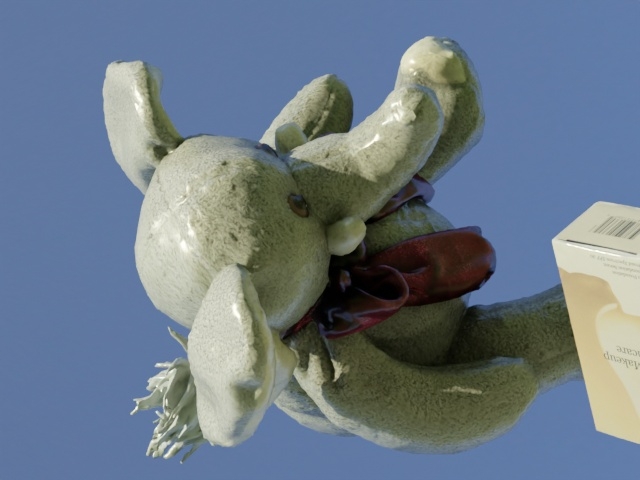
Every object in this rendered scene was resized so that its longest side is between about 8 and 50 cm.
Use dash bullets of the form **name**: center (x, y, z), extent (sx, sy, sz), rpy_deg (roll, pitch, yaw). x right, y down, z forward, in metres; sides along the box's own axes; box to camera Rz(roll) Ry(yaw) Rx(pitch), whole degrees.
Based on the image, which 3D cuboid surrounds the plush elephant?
- **plush elephant**: center (0.000, 0.000, 1.064), extent (0.330, 0.255, 0.272), rpy_deg (-29, -116, 2)

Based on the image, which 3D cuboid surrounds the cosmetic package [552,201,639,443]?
- **cosmetic package**: center (0.156, 0.043, 0.887), extent (0.041, 0.060, 0.115), rpy_deg (-37, -58, -34)
